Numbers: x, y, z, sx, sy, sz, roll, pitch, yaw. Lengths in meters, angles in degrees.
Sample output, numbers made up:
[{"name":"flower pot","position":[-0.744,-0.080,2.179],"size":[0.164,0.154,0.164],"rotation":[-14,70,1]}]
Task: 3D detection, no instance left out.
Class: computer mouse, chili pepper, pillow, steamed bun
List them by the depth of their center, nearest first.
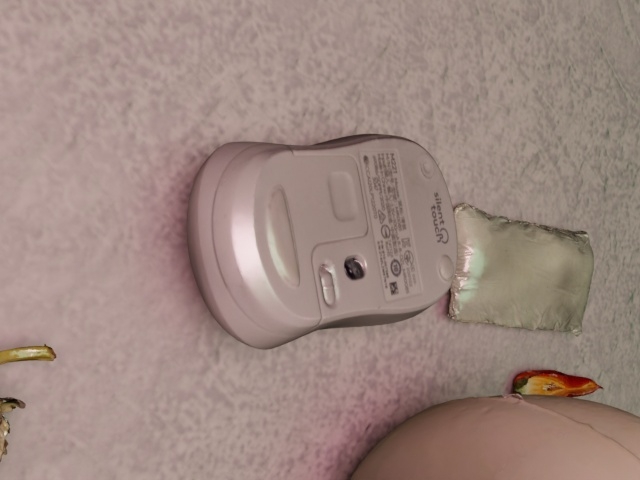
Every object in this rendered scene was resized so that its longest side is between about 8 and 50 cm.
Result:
[{"name":"steamed bun","position":[0.174,0.293,0.650],"size":[0.334,0.374,0.333],"rotation":[9,74,-34]},{"name":"computer mouse","position":[0.000,0.000,0.673],"size":[0.297,0.121,0.184],"rotation":[-14,89,-49]},{"name":"pillow","position":[0.231,0.037,0.878],"size":[0.229,0.051,0.128],"rotation":[10,84,-33]},{"name":"chili pepper","position":[0.287,0.176,0.938],"size":[0.178,0.027,0.045],"rotation":[4,94,-35]}]

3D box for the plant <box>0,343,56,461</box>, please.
[{"name":"plant","position":[-0.242,0.097,0.518],"size":[0.116,0.104,0.122],"rotation":[51,58,-14]}]
